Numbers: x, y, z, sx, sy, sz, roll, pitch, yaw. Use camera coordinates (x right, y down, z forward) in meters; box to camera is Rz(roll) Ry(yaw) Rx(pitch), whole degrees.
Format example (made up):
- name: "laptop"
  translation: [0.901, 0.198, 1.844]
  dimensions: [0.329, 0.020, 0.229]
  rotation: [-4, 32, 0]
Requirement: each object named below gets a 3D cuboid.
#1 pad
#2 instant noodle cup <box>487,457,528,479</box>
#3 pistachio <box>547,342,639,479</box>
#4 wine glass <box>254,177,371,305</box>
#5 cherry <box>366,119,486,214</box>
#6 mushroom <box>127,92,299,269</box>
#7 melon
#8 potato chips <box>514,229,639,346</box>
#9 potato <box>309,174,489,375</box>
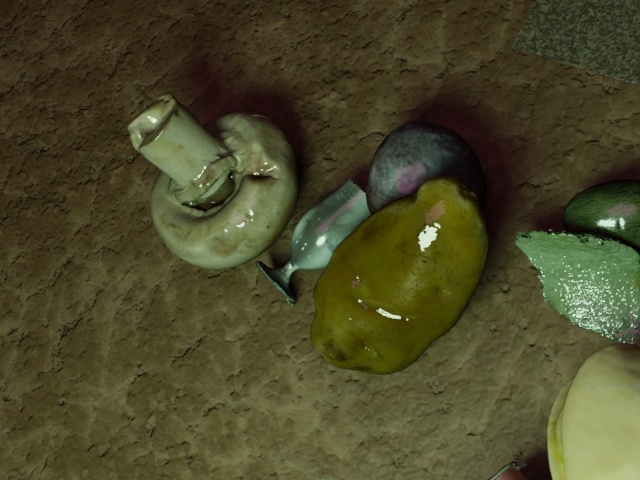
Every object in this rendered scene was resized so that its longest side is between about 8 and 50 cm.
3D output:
- name: "pad"
  translation: [0.458, -0.358, 1.502]
  dimensions: [0.235, 0.003, 0.158]
  rotation: [24, 82, 28]
- name: "instant noodle cup"
  translation: [0.262, 0.455, 1.181]
  dimensions: [0.244, 0.244, 0.255]
  rotation: [-46, 70, 2]
- name: "pistachio"
  translation: [0.415, 0.296, 1.161]
  dimensions: [0.238, 0.229, 0.321]
  rotation: [9, 54, -15]
- name: "wine glass"
  translation: [0.000, 0.000, 1.511]
  dimensions: [0.222, 0.103, 0.103]
  rotation: [-44, 61, 4]
- name: "cherry"
  translation: [0.167, -0.097, 1.430]
  dimensions: [0.195, 0.195, 0.195]
  rotation: [-8, 69, 20]
- name: "mushroom"
  translation: [-0.190, -0.107, 1.518]
  dimensions: [0.292, 0.290, 0.292]
  rotation: [-16, 57, 27]
- name: "melon"
  translation: [0.445, -0.034, 1.328]
  dimensions: [0.167, 0.114, 0.114]
  rotation: [-5, 69, 23]
- name: "potato chips"
  translation: [0.395, 0.063, 1.323]
  dimensions: [0.167, 0.059, 0.228]
  rotation: [-25, 105, 36]
- name: "potato"
  translation: [0.121, 0.057, 1.347]
  dimensions: [0.369, 0.176, 0.195]
  rotation: [-54, 53, 35]
